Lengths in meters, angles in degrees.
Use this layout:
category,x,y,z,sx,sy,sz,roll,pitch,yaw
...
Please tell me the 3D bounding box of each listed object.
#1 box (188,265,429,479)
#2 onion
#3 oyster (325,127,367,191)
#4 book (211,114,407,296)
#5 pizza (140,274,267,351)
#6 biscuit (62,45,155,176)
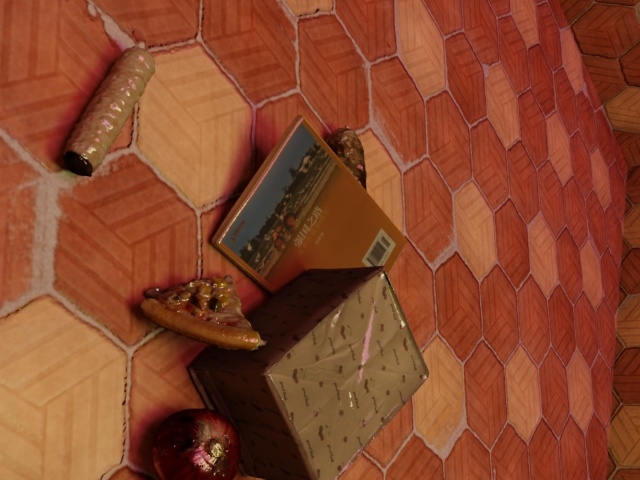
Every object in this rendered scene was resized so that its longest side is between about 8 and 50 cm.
category,x,y,z,sx,sy,sz,roll,pitch,yaw
box,-0.007,0.203,1.123,0.297,0.191,0.225,-39,113,-41
onion,-0.170,0.293,0.983,0.131,0.131,0.131,16,70,-51
oyster,0.062,-0.065,1.403,0.166,0.094,0.294,-44,124,-58
book,0.000,0.000,1.272,0.374,0.028,0.262,46,71,-39
pizza,-0.154,0.089,1.048,0.195,0.185,0.052,-71,-179,-71
biscuit,-0.286,-0.176,0.978,0.061,0.055,0.219,93,14,-58
